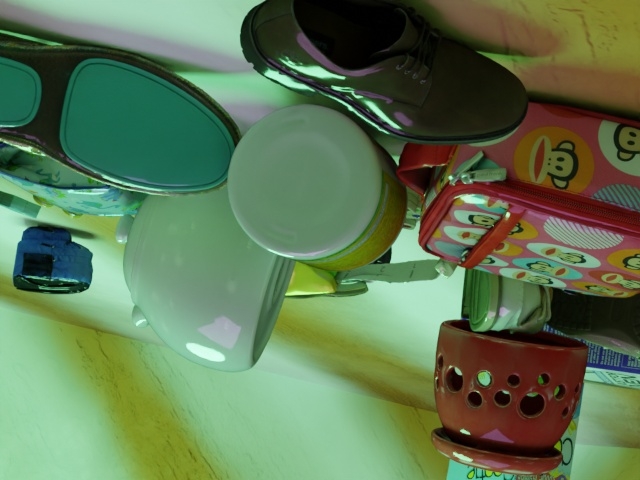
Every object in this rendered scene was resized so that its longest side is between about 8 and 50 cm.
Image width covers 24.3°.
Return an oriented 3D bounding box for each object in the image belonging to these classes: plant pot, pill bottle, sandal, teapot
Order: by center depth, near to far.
[{"bbox_3d":[0.008,-0.041,1.395,0.136,0.136,0.246,8,177,13],"label":"pill bottle"},{"bbox_3d":[-0.127,0.007,1.584,0.187,0.256,0.252,18,-173,5],"label":"teapot"},{"bbox_3d":[0.232,0.199,1.881,0.191,0.174,0.191,9,-178,0],"label":"plant pot"},{"bbox_3d":[-0.016,0.064,2.249,0.180,0.049,0.072,-2,177,-12],"label":"sandal"}]

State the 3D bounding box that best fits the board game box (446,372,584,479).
[{"bbox_3d":[0.319,0.276,2.389,0.142,0.275,0.144,21,166,-42],"label":"board game box"}]

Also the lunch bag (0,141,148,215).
[{"bbox_3d":[-0.272,-0.078,1.617,0.151,0.096,0.129,-3,165,16],"label":"lunch bag"}]

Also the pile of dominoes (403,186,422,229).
[{"bbox_3d":[0.105,-0.026,1.669,0.196,0.040,0.251,6,168,24],"label":"pile of dominoes"}]

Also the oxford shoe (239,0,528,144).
[{"bbox_3d":[0.061,-0.126,1.086,0.227,0.082,0.096,14,165,-21],"label":"oxford shoe"}]

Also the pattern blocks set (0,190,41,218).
[{"bbox_3d":[-0.504,-0.104,1.787,0.285,0.026,0.325,18,174,33],"label":"pattern blocks set"}]

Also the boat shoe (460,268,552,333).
[{"bbox_3d":[0.234,0.059,1.820,0.103,0.113,0.302,6,-179,2],"label":"boat shoe"}]

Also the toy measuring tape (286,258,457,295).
[{"bbox_3d":[0.000,0.000,1.750,0.330,0.121,0.121,-4,163,30],"label":"toy measuring tape"}]

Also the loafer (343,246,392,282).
[{"bbox_3d":[0.005,0.003,1.870,0.220,0.080,0.078,1,-162,38],"label":"loafer"}]

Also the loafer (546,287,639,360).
[{"bbox_3d":[0.419,0.104,1.903,0.269,0.102,0.092,15,174,31],"label":"loafer"}]

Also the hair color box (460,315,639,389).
[{"bbox_3d":[0.382,0.145,2.106,0.339,0.110,0.185,8,170,24],"label":"hair color box"}]

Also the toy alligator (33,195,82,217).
[{"bbox_3d":[-0.334,-0.079,1.818,0.190,0.056,0.051,22,-150,-21],"label":"toy alligator"}]

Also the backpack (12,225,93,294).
[{"bbox_3d":[-0.412,0.032,2.312,0.120,0.101,0.098,8,171,-8],"label":"backpack"}]

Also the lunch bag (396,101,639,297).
[{"bbox_3d":[0.196,-0.039,1.337,0.258,0.120,0.293,15,168,0],"label":"lunch bag"}]

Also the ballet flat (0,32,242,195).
[{"bbox_3d":[-0.240,-0.127,1.340,0.349,0.123,0.123,13,169,-13],"label":"ballet flat"}]
